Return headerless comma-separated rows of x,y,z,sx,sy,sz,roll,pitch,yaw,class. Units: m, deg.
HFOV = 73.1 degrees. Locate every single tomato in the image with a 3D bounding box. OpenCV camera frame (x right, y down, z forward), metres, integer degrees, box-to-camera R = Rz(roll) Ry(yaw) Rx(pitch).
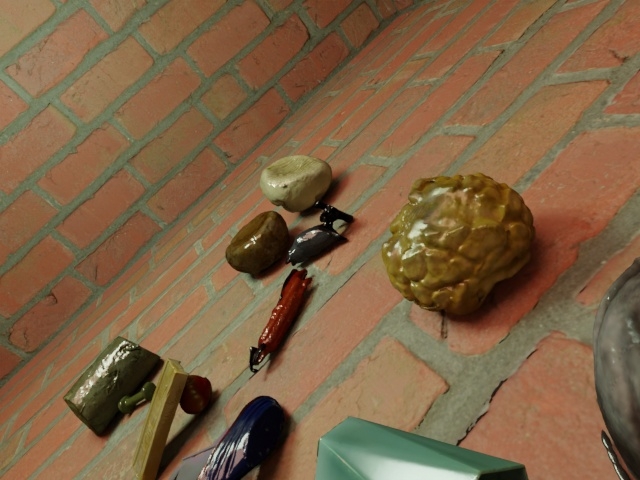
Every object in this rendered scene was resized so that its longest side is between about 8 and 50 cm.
-0.288,0.353,0.994,0.075,0.087,0.087,-13,24,-9,tomato

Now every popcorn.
0.217,0.001,0.721,0.250,0.190,0.250,-26,41,26,popcorn

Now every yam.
-0.620,0.417,1.281,0.161,0.161,0.268,-6,40,51,yam

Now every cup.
0.103,0.291,0.495,0.134,0.148,0.235,-18,5,-34,cup

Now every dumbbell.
-0.512,0.442,1.210,0.117,0.046,0.052,-33,21,17,dumbbell

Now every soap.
-0.355,0.397,0.951,0.092,0.037,0.252,10,82,59,soap

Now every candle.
-0.096,0.179,1.023,0.084,0.059,0.302,-32,22,47,candle

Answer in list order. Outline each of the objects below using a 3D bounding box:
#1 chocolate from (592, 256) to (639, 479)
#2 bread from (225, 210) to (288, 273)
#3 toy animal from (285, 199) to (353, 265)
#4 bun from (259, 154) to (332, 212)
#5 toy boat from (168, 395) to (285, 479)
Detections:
0.354,0.090,0.343,0.303,0.213,0.303,-31,28,19,chocolate
-0.188,0.011,1.347,0.230,0.123,0.230,-37,21,17,bread
0.000,0.005,1.168,0.117,0.121,0.210,39,101,21,toy animal
-0.076,-0.185,1.450,0.258,0.160,0.259,-10,32,6,bun
-0.200,0.398,0.778,0.318,0.072,0.219,-36,6,10,toy boat
